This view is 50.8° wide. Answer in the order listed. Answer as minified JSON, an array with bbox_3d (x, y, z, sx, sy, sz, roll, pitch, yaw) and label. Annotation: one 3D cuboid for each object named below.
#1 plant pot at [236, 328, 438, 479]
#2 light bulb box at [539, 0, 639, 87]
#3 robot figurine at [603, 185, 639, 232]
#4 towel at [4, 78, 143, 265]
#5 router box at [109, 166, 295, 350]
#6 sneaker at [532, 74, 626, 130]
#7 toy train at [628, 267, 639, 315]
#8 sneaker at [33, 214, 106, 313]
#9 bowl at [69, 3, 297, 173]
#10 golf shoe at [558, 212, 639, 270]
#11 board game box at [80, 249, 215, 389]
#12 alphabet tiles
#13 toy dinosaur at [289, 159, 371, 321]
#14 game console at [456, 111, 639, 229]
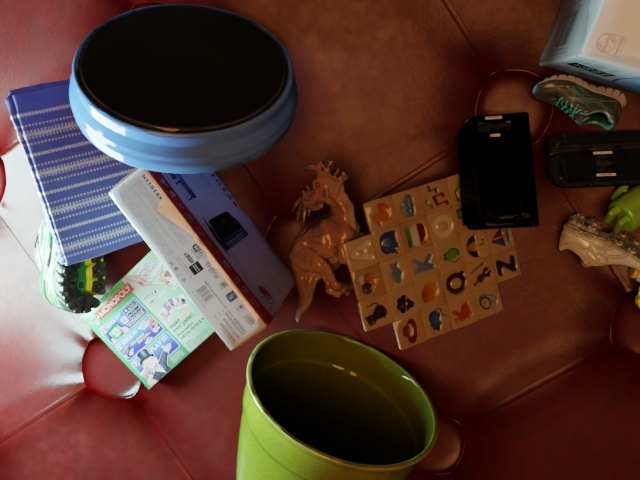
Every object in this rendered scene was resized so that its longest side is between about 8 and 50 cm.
[{"bbox_3d":[-0.013,0.421,1.300,0.366,0.366,0.353,22,115,2],"label":"plant pot"},{"bbox_3d":[0.579,-0.335,1.046,0.361,0.358,0.225,18,105,5],"label":"light bulb box"},{"bbox_3d":[0.580,-0.061,1.239,0.115,0.067,0.101,-32,63,-9],"label":"robot figurine"},{"bbox_3d":[-0.433,-0.144,1.296,0.243,0.040,0.336,-22,108,-32],"label":"towel"},{"bbox_3d":[-0.197,0.002,1.239,0.082,0.301,0.335,-36,95,13],"label":"router box"},{"bbox_3d":[0.466,-0.246,1.214,0.166,0.065,0.076,13,64,6],"label":"sneaker"},{"bbox_3d":[0.653,0.089,1.282,0.125,0.046,0.166,-21,98,4],"label":"toy train"},{"bbox_3d":[-0.525,-0.028,1.362,0.146,0.134,0.343,3,90,34],"label":"sneaker"},{"bbox_3d":[-0.232,-0.278,1.162,0.391,0.391,0.077,15,140,4],"label":"bowl"},{"bbox_3d":[0.534,0.022,1.264,0.176,0.069,0.086,33,124,24],"label":"golf shoe"},{"bbox_3d":[-0.317,0.134,1.410,0.317,0.046,0.213,-41,93,13],"label":"board game box"},{"bbox_3d":[0.216,0.036,1.268,0.342,0.011,0.285,-18,100,-16],"label":"alphabet tiles"},{"bbox_3d":[0.000,0.000,1.301,0.200,0.127,0.295,33,102,0],"label":"toy dinosaur"},{"bbox_3d":[0.436,-0.131,1.238,0.361,0.044,0.213,-2,81,4],"label":"game console"}]
